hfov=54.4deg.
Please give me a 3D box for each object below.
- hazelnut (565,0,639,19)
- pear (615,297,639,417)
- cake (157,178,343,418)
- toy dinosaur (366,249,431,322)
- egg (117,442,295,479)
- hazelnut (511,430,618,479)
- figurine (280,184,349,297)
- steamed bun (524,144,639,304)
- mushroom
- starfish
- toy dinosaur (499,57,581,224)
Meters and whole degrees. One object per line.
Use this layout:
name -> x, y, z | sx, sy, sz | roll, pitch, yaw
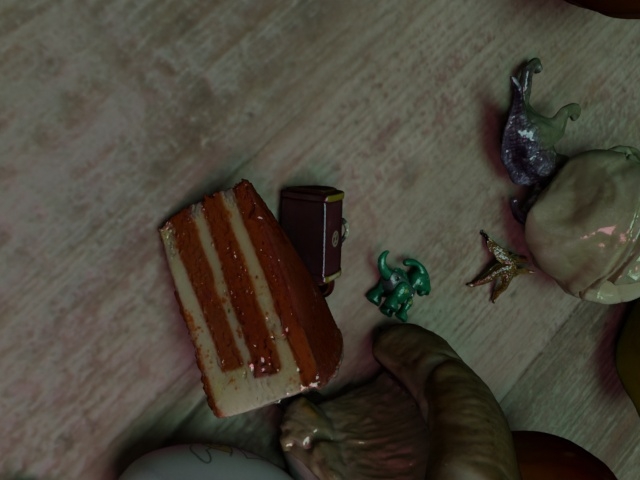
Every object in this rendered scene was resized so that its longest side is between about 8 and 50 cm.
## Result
hazelnut -> 0.439, -0.531, 0.832 | 0.401, 0.402, 0.430 | 14, 99, -32
pear -> 0.721, 0.225, 1.212 | 0.268, 0.269, 0.322 | 12, 82, -31
cake -> -0.094, 0.086, 0.744 | 0.158, 0.160, 0.262 | -25, 114, 13
toy dinosaur -> 0.121, 0.064, 0.948 | 0.096, 0.059, 0.132 | -56, 130, -18
egg -> -0.132, 0.354, 0.784 | 0.271, 0.196, 0.196 | 37, 81, -13
hazelnut -> 0.333, 0.521, 1.006 | 0.359, 0.359, 0.410 | -22, 103, -24
figurine -> 0.001, 0.001, 0.858 | 0.098, 0.082, 0.155 | -16, 110, -52
steamed bun -> 0.510, -0.013, 1.041 | 0.276, 0.203, 0.289 | -50, 135, -1
mushroom -> 0.158, 0.306, 0.818 | 0.313, 0.397, 0.225 | -31, 119, -25
starfish -> 0.303, 0.040, 1.051 | 0.133, 0.041, 0.130 | -38, 115, -18
toy dinosaur -> 0.353, -0.157, 1.016 | 0.162, 0.077, 0.294 | -42, 120, -24
